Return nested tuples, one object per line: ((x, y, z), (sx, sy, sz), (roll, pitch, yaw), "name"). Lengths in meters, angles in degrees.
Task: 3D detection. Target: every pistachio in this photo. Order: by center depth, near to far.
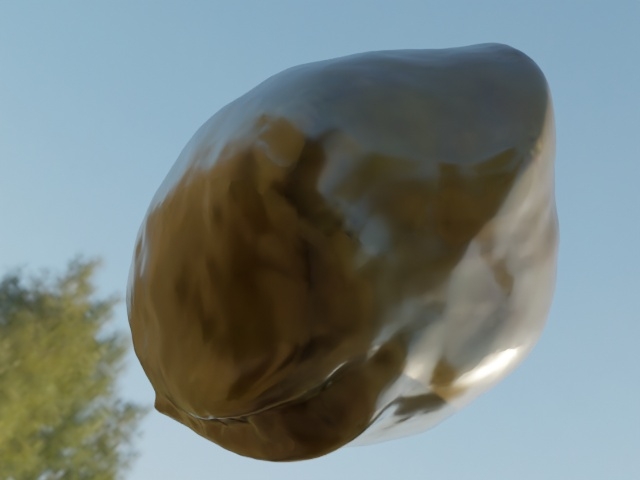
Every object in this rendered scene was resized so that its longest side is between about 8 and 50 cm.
((0.000, 0.000, 0.597), (0.163, 0.212, 0.260), (48, -21, -21), "pistachio")
